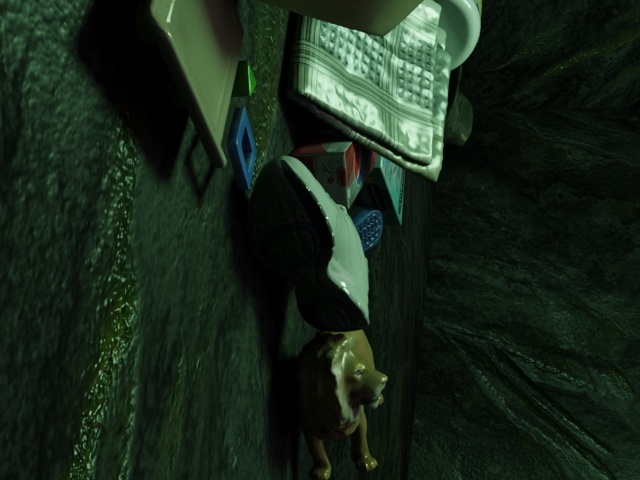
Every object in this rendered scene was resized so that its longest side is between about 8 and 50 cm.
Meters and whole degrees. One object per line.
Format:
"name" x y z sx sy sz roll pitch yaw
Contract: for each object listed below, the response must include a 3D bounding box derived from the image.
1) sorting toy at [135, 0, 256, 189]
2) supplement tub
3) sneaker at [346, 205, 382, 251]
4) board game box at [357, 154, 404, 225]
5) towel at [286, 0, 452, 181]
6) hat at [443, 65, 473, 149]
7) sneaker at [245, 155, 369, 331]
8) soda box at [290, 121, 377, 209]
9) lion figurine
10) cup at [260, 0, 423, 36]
"sorting toy" -0.116 -0.190 0.649 0.347 0.047 0.196 74 15 -58
"supplement tub" 0.265 -0.572 1.762 0.331 0.241 0.241 -74 160 -45
"sneaker" 0.000 0.000 1.104 0.232 0.090 0.081 -23 117 -52
"board game box" 0.126 -0.205 1.574 0.336 0.079 0.253 54 40 -68
"towel" 0.093 -0.284 1.130 0.324 0.056 0.312 25 61 -37
"hat" 0.296 -0.295 1.830 0.331 0.134 0.331 -52 -160 28
"sneaker" -0.009 -0.004 0.943 0.297 0.111 0.129 66 28 -47
"soda box" 0.028 -0.133 1.167 0.263 0.084 0.092 -59 146 -65
"lion figurine" 0.028 0.214 1.171 0.392 0.142 0.240 -92 172 -77
"cup" 0.019 -0.340 0.723 0.331 0.331 0.236 -46 156 -70
